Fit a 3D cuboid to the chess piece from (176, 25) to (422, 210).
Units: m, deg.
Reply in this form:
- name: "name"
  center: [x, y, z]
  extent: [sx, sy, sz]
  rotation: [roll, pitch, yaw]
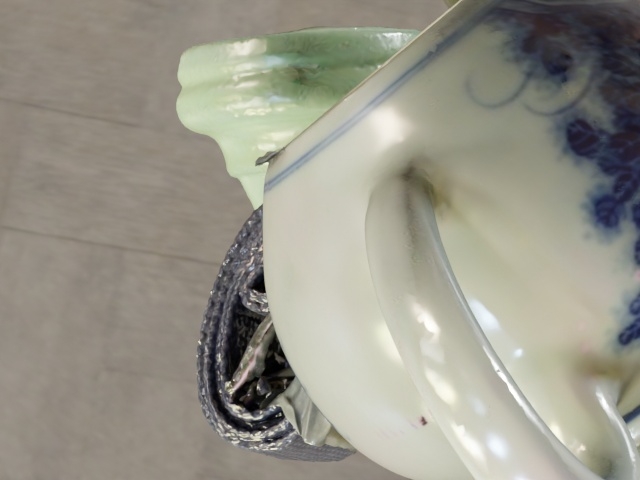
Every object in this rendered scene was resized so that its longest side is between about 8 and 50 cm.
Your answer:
- name: "chess piece"
  center: [0.000, 0.000, 1.346]
  extent: [0.194, 0.194, 0.299]
  rotation: [-5, 91, -21]

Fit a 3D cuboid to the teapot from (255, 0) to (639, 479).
- name: "teapot"
  center: [0.116, 0.024, 0.853]
  extent: [0.252, 0.424, 0.280]
  rotation: [-38, 92, 19]

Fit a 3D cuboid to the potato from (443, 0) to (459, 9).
- name: "potato"
  center: [0.159, -0.225, 1.453]
  extent: [0.148, 0.253, 0.186]
  rotation: [-20, 57, 6]

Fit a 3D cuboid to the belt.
- name: "belt"
  center: [0.015, 0.032, 1.150]
  extent: [0.230, 0.139, 0.126]
  rotation: [-59, 151, 4]
